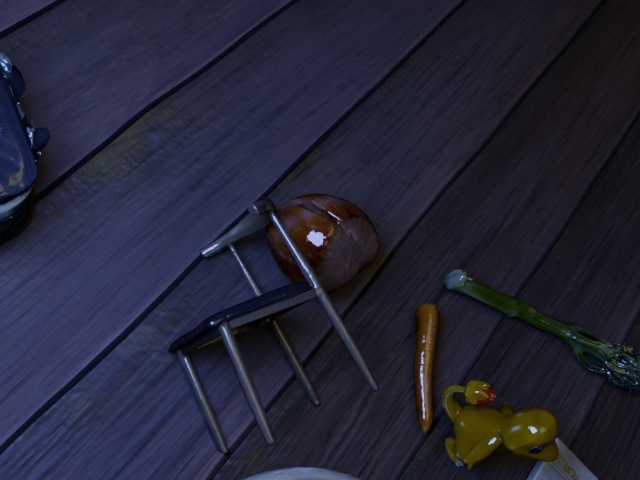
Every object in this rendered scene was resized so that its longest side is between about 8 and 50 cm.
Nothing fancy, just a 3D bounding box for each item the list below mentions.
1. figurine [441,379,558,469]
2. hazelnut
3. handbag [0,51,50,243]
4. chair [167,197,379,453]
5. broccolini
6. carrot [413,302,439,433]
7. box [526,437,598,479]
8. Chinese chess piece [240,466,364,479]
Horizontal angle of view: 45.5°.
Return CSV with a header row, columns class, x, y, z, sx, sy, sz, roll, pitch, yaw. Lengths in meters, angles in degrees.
class,x,y,z,sx,sy,sz,roll,pitch,yaw
figurine,0.235,0.239,1.022,0.121,0.176,0.122,-40,106,-34
hazelnut,0.000,0.000,1.047,0.154,0.143,0.143,-12,74,-43
handbag,-0.415,-0.121,0.861,0.181,0.181,0.255,-21,80,-31
chair,-0.087,0.099,0.929,0.166,0.188,0.272,-20,82,-32
broccolini,0.371,0.141,1.191,0.392,0.074,0.079,24,54,-17
carrot,0.148,0.181,1.095,0.037,0.037,0.190,15,67,-20
box,0.332,0.379,1.102,0.090,0.024,0.167,45,58,-2
Chinese chess piece,-0.020,0.415,0.808,0.337,0.140,0.338,3,69,-8
